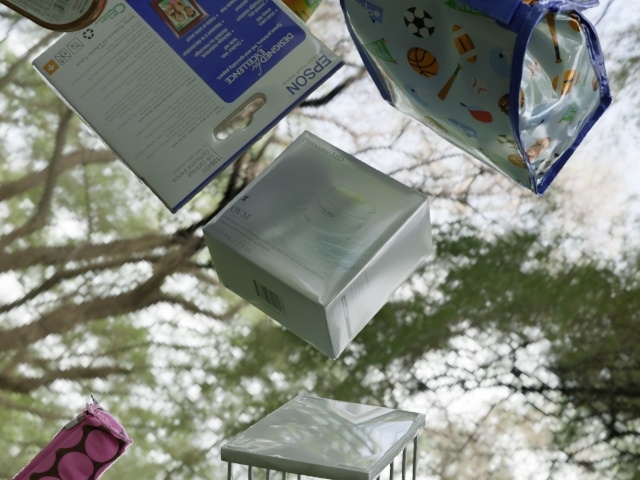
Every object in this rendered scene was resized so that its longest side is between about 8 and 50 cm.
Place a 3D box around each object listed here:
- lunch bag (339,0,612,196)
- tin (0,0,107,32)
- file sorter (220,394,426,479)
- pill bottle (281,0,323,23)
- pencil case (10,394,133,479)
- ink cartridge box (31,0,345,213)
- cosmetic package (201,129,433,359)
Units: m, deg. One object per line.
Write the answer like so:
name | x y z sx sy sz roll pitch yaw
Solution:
lunch bag | 0.220 -0.287 1.575 0.328 0.239 0.385 33 -5 29
tin | -0.333 -0.313 1.257 0.190 0.106 0.040 29 6 -6
file sorter | 0.009 0.330 1.461 0.193 0.278 0.173 5 -83 19
pill bottle | -0.113 -0.330 1.712 0.136 0.245 0.136 37 2 -2
pencil case | -0.384 0.334 1.635 0.095 0.209 0.098 42 -4 38
ink cartridge box | -0.176 -0.228 1.480 0.307 0.303 0.072 46 -8 14
cosmetic package | 0.000 0.000 1.530 0.224 0.224 0.138 31 -27 27
